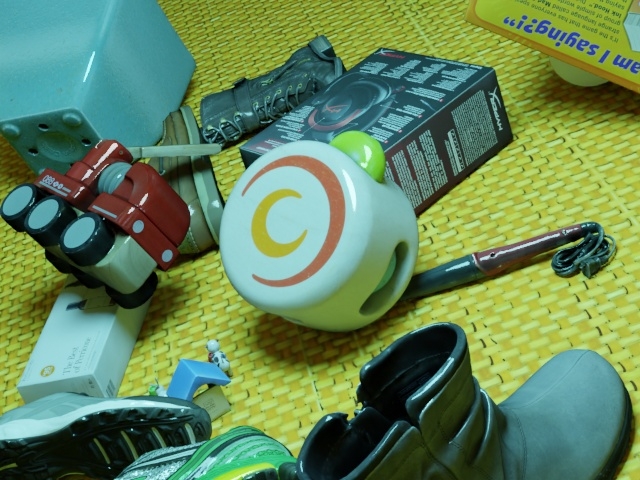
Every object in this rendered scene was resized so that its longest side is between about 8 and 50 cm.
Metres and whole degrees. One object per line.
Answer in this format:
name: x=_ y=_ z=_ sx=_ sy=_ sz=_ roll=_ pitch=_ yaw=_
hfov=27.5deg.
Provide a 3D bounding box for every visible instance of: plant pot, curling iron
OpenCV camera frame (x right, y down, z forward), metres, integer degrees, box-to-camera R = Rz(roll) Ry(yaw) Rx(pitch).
plant pot: x=-0.363 y=-0.231 z=1.968 sx=0.247 sy=0.248 sz=0.252 roll=-8 pitch=51 yaw=21
curling iron: x=0.181 y=0.030 z=1.415 sx=0.274 sy=0.035 sz=0.068 roll=-13 pitch=32 yaw=14

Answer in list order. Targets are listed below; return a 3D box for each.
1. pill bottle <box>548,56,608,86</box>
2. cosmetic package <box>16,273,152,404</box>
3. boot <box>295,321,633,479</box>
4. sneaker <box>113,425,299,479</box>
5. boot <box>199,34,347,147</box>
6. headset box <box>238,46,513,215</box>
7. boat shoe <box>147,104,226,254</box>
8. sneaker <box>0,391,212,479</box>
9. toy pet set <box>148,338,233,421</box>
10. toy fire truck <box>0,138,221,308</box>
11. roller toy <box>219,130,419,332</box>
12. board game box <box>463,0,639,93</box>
pill bottle: x=0.363 y=-0.298 z=1.735 sx=0.119 sy=0.119 sz=0.208 roll=-7 pitch=33 yaw=23
cosmetic package: x=-0.272 y=0.107 z=1.546 sx=0.099 sy=0.060 sz=0.239 roll=-13 pitch=32 yaw=15
boot: x=0.136 y=0.149 z=1.076 sx=0.118 sy=0.222 sz=0.338 roll=9 pitch=42 yaw=41
sneaker: x=-0.172 y=0.277 z=1.182 sx=0.344 sy=0.134 sz=0.146 roll=-20 pitch=23 yaw=-15
boot: x=-0.064 y=-0.188 z=1.874 sx=0.229 sy=0.091 sz=0.263 roll=-27 pitch=27 yaw=2
headset box: x=0.059 y=-0.115 z=1.642 sx=0.293 sy=0.110 sz=0.218 roll=-38 pitch=35 yaw=-26
boat shoe: x=-0.195 y=-0.087 z=1.752 sx=0.104 sy=0.110 sz=0.307 roll=-21 pitch=31 yaw=-1
sneaker: x=-0.238 y=0.194 z=1.358 sx=0.272 sy=0.100 sz=0.108 roll=-9 pitch=28 yaw=19
toy pet set: x=-0.151 y=0.149 z=1.403 sx=0.122 sy=0.065 sz=0.114 roll=-31 pitch=32 yaw=-15
toy fire truck: x=-0.218 y=-0.056 z=1.565 sx=0.217 sy=0.158 sz=0.246 roll=22 pitch=70 yaw=46
roller toy: x=0.000 y=0.000 z=1.417 sx=0.209 sy=0.146 sz=0.191 roll=-19 pitch=66 yaw=28
board game box: x=0.427 y=-0.414 z=1.523 sx=0.357 sy=0.356 sz=0.356 roll=25 pitch=46 yaw=10
